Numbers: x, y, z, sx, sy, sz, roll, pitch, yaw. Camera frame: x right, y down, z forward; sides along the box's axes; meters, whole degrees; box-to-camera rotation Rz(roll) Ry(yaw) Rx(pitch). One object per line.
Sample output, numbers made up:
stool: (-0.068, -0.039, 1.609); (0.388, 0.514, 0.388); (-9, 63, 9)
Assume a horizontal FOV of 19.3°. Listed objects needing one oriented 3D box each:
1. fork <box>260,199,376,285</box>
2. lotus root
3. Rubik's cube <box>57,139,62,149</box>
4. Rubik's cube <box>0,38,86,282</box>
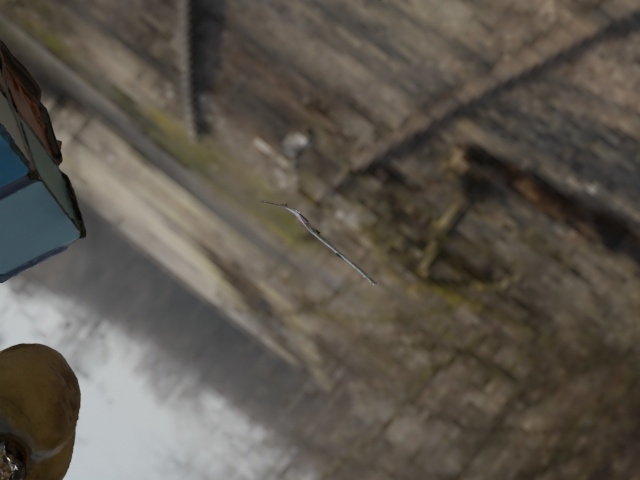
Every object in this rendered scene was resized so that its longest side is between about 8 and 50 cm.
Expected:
fork: (0.001, -0.001, 1.438); (0.115, 0.012, 0.016); (37, 180, -16)
lotus root: (-0.269, 0.168, 1.645); (0.221, 0.118, 0.125); (-84, -11, -66)
Rubik's cube: (-0.345, -0.073, 2.030); (0.092, 0.092, 0.092); (14, -173, 18)
Rubik's cube: (-0.302, -0.071, 1.426); (0.183, 0.167, 0.180); (56, -172, -50)
